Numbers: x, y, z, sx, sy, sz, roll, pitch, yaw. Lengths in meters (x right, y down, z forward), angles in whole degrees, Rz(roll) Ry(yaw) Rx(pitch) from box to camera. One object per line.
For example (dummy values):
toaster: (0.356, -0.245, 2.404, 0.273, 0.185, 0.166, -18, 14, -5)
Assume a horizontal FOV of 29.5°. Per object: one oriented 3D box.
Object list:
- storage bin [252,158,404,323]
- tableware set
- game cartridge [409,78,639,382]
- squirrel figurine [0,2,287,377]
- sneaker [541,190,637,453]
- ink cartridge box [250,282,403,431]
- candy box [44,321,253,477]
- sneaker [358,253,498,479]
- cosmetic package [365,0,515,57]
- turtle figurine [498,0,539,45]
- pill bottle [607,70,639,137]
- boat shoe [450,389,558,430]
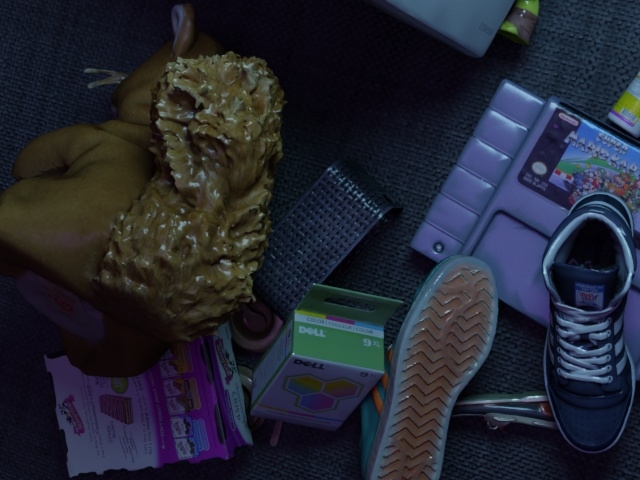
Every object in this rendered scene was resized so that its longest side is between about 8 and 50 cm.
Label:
storage bin: (0.000, 0.000, 1.390, 0.084, 0.122, 0.180, 43, 100, 8)
tableware set: (-0.094, 0.145, 1.470, 0.128, 0.039, 0.194, 16, 98, 13)
game cartridge: (0.304, -0.003, 1.349, 0.355, 0.068, 0.230, 31, 105, 11)
squirrel figurine: (-0.157, -0.073, 1.320, 0.397, 0.370, 0.281, -4, 136, 48)
sneaker: (0.276, 0.092, 1.254, 0.099, 0.153, 0.282, 3, 95, 15)
ink cartridge box: (0.004, 0.135, 1.354, 0.109, 0.062, 0.209, 13, 143, -16)
candy box: (-0.208, 0.192, 1.468, 0.233, 0.071, 0.159, -11, 91, 25)
sneaker: (0.104, 0.149, 1.371, 0.108, 0.121, 0.302, 16, 99, -21)
cosmetic package: (0.032, -0.435, 1.207, 0.393, 0.327, 0.329, 34, 102, 27)
turtle figurine: (0.218, -0.337, 1.335, 0.269, 0.087, 0.217, 29, 100, 27)
pill bottle: (0.355, -0.157, 1.331, 0.043, 0.043, 0.083, 37, 101, 10)
boat shoe: (0.211, 0.197, 1.392, 0.137, 0.049, 0.043, -4, 95, 10)
